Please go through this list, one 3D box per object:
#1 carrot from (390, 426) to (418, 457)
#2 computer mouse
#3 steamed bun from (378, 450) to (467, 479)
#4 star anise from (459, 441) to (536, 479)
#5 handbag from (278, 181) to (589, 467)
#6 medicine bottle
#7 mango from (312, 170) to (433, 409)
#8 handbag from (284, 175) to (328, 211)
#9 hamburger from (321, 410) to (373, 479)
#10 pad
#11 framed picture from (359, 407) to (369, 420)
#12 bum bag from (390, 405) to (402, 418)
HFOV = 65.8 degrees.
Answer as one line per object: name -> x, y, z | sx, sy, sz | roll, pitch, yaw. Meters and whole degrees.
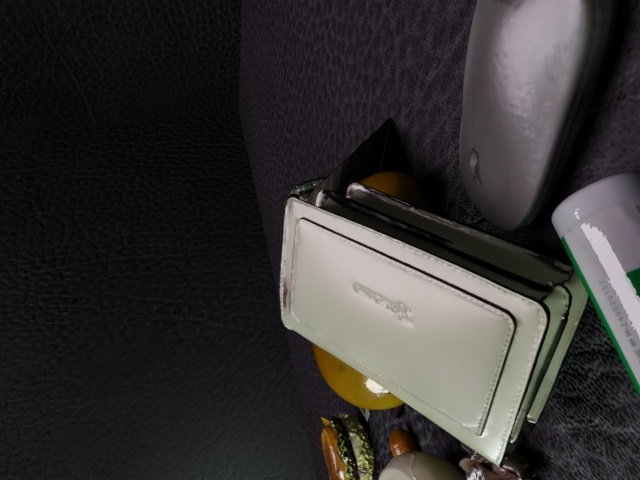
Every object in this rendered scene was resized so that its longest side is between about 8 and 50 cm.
carrot -> 0.220, 0.549, 1.102 | 0.066, 0.062, 0.271 | -45, 53, 33
computer mouse -> 0.212, -0.168, 0.559 | 0.197, 0.095, 0.330 | -111, 18, -54
steamed bun -> 0.212, 0.503, 0.904 | 0.232, 0.145, 0.231 | 180, 90, -65
star anise -> 0.263, 0.334, 0.731 | 0.197, 0.073, 0.212 | -113, 16, -55
handbag -> 0.117, 0.088, 0.642 | 0.359, 0.160, 0.236 | 26, 117, 36
medicine bottle -> 0.287, 0.072, 0.405 | 0.095, 0.095, 0.259 | 109, 150, -63
mango -> 0.103, 0.092, 0.904 | 0.300, 0.232, 0.445 | -125, 35, -66
handbag -> 0.000, 0.000, 1.377 | 0.325, 0.163, 0.326 | 177, 81, -83
hamburger -> 0.088, 0.665, 1.535 | 0.243, 0.139, 0.261 | -167, 69, -77
pad -> 0.052, -0.090, 0.968 | 0.005, 0.300, 0.202 | 28, 141, 20
framed picture -> 0.104, 0.413, 1.561 | 0.252, 0.014, 0.196 | -134, 37, -67
bum bag -> 0.167, 0.352, 1.238 | 0.159, 0.026, 0.109 | -119, 22, -54
